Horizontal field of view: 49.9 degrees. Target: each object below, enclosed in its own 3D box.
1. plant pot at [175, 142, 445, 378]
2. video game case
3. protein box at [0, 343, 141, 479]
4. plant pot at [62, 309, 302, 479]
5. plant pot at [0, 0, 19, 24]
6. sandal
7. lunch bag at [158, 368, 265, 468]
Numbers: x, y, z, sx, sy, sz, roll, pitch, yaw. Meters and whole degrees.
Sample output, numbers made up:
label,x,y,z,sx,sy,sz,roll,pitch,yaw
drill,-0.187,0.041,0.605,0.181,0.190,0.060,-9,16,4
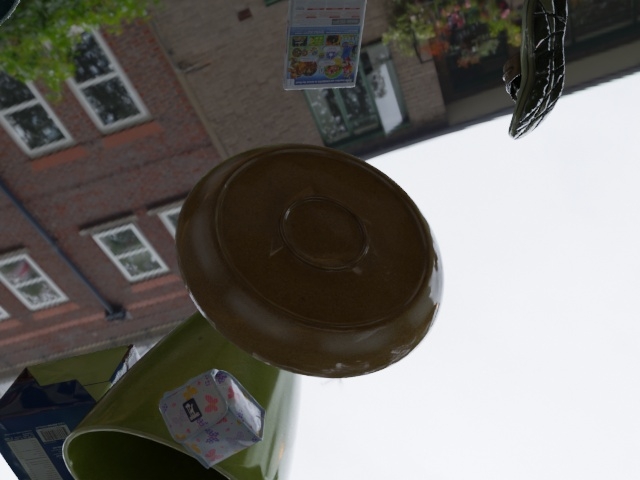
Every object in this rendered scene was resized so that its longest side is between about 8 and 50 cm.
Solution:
label,x,y,z,sx,sy,sz,roll,pitch,yaw
plant pot,0.000,0.000,0.575,0.236,0.032,0.236,10,-128,-13
video game case,0.004,-0.227,0.758,0.087,0.122,0.011,-7,-144,-20
protein box,-0.349,0.292,1.040,0.199,0.201,0.136,-13,-155,15
plant pot,-0.137,0.209,0.912,0.274,0.275,0.294,-1,-140,24
plant pot,-0.484,-0.415,0.820,0.290,0.290,0.196,-14,-130,12
sandal,0.402,-0.340,1.317,0.120,0.303,0.086,-23,-143,-30
lunch bag,-0.105,0.167,0.657,0.071,0.083,0.053,-30,-158,16
